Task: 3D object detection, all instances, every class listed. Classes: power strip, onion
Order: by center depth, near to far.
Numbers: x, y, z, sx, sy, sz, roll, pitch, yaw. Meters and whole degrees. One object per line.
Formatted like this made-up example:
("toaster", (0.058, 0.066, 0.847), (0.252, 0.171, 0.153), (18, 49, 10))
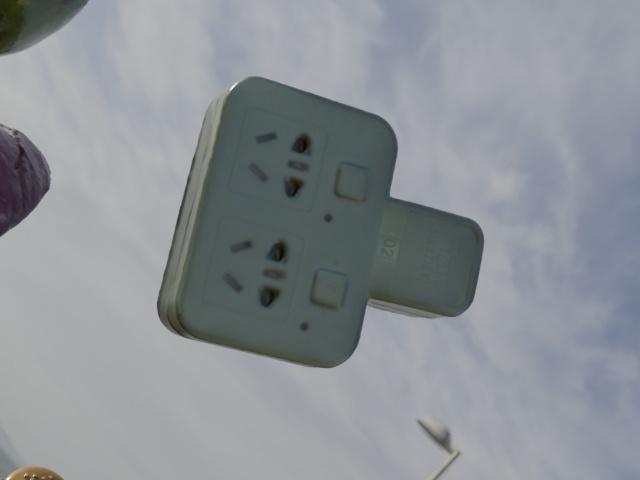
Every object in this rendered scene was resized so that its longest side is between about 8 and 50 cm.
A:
("power strip", (0.000, 0.000, 0.892), (0.261, 0.229, 0.141), (15, -9, -19))
("onion", (-0.395, -0.097, 0.964), (0.250, 0.247, 0.111), (18, -54, 18))

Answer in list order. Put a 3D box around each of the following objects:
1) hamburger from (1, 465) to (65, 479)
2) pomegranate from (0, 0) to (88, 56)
("hamburger", (-0.509, 0.474, 1.707), (0.162, 0.162, 0.115), (48, -54, 3))
("pomegranate", (-0.364, -0.338, 1.028), (0.290, 0.291, 0.323), (50, -13, -2))
